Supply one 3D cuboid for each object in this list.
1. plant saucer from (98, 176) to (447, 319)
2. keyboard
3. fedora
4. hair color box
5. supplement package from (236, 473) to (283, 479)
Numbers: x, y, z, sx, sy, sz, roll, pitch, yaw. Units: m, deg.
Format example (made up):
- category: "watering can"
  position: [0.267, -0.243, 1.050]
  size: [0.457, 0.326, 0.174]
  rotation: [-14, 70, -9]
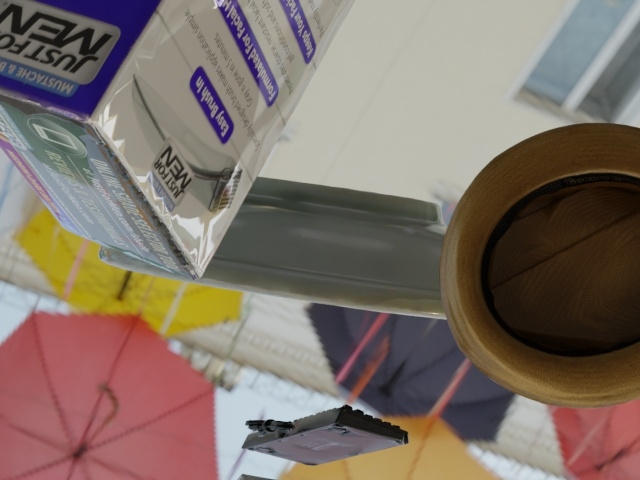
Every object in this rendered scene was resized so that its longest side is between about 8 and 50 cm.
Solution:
- category: "plant saucer"
  position: [0.000, 0.000, 1.426]
  size: [0.401, 0.400, 0.100]
  rotation: [8, -90, -24]
- category: "keyboard"
  position: [-0.009, 0.173, 1.386]
  size: [0.108, 0.180, 0.023]
  rotation: [18, -113, -25]
- category: "fedora"
  position: [0.175, 0.019, 0.999]
  size: [0.194, 0.194, 0.079]
  rotation: [45, -177, 15]
- category: "hair color box"
  position: [-0.057, -0.171, 0.882]
  size: [0.110, 0.185, 0.338]
  rotation: [19, -111, 22]
- category: "supplement package"
  position: [0.018, 0.338, 1.215]
  size: [0.204, 0.145, 0.262]
  rotation: [17, -150, -40]
